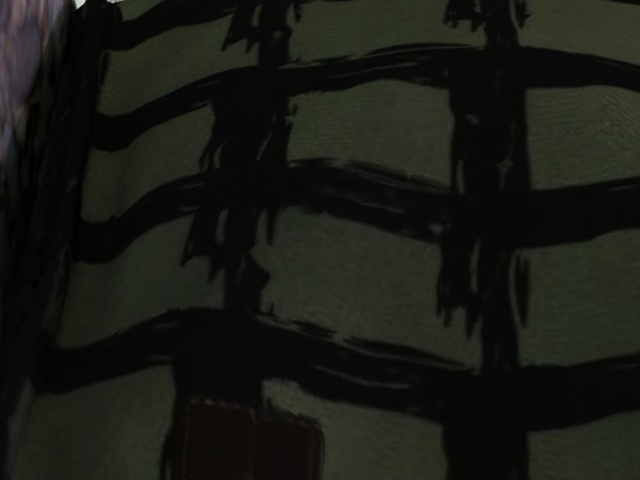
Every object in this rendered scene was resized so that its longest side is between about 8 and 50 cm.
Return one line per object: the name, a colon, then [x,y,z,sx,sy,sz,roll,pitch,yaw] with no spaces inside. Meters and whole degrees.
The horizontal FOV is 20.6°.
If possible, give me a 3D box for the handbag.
handbag: [0.056,0.038,0.574,0.327,0.325,0.163,-83,171,-56]
